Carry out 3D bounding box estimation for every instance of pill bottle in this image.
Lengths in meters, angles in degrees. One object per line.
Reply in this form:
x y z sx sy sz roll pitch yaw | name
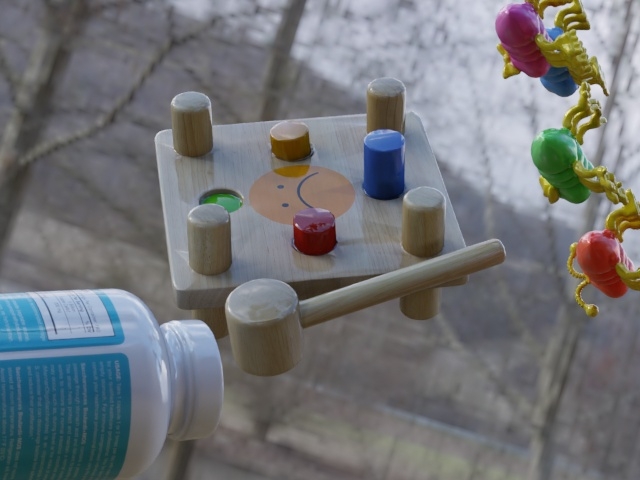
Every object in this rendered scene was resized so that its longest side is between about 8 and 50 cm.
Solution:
-0.210 0.110 1.309 0.264 0.146 0.146 -1 2 -25 | pill bottle

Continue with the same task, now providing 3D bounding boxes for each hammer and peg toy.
0.000 0.000 1.540 0.266 0.127 0.361 -5 36 -7 | hammer and peg toy

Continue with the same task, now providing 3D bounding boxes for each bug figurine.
0.194 -0.086 1.395 0.072 0.279 0.216 -17 -29 14 | bug figurine
